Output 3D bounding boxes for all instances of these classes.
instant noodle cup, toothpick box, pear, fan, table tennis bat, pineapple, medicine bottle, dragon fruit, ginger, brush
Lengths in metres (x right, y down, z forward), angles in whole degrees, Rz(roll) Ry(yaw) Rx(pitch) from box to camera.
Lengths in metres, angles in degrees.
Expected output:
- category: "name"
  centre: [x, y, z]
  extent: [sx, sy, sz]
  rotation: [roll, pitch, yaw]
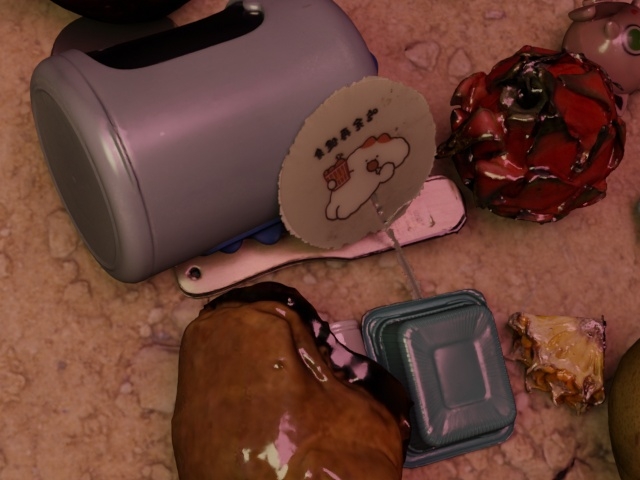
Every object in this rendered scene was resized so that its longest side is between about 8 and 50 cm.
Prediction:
- category: "instant noodle cup"
  centre: [0.138, 0.145, 1.270]
  extent: [0.157, 0.070, 0.179]
  rotation: [-12, 84, -19]
- category: "toothpick box"
  centre: [-0.086, -0.114, 1.206]
  extent: [0.354, 0.263, 0.263]
  rotation: [-25, 83, -22]
- category: "pear"
  centre: [0.407, 0.182, 1.264]
  extent: [0.188, 0.228, 0.211]
  rotation: [-1, 45, 21]
- category: "fan"
  centre: [0.061, -0.030, 1.216]
  extent: [0.190, 0.329, 0.009]
  rotation: [-39, 44, -10]
- category: "table tennis bat"
  centre: [-0.177, -0.201, 1.315]
  extent: [0.246, 0.022, 0.138]
  rotation: [-9, 78, -16]
- category: "pineapple"
  centre: [0.275, 0.122, 1.320]
  extent: [0.116, 0.069, 0.137]
  rotation: [-40, 86, -20]
- category: "medicine bottle"
  centre: [0.024, 0.133, 1.257]
  extent: [0.057, 0.057, 0.089]
  rotation: [-13, 78, -17]
- category: "dragon fruit"
  centre: [0.237, -0.121, 1.285]
  extent: [0.192, 0.274, 0.193]
  rotation: [12, 63, 19]
- category: "ginger"
  centre: [-0.046, 0.201, 1.139]
  extent: [0.269, 0.200, 0.223]
  rotation: [38, 39, -8]
- category: "brush"
  centre: [0.000, 0.000, 1.294]
  extent: [0.327, 0.065, 0.070]
  rotation: [-15, 87, -8]

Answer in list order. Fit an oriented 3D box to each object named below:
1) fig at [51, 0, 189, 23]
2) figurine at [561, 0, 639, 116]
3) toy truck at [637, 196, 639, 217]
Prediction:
- category: "fig"
  centre: [-0.245, -0.308, 1.246]
  extent: [0.249, 0.186, 0.204]
  rotation: [-38, 101, -15]
- category: "figurine"
  centre: [0.352, -0.228, 1.407]
  extent: [0.125, 0.125, 0.138]
  rotation: [-32, 98, -20]
- category: "toy truck"
  centre: [0.520, -0.097, 1.411]
  extent: [0.162, 0.136, 0.305]
  rotation: [37, 67, -12]
